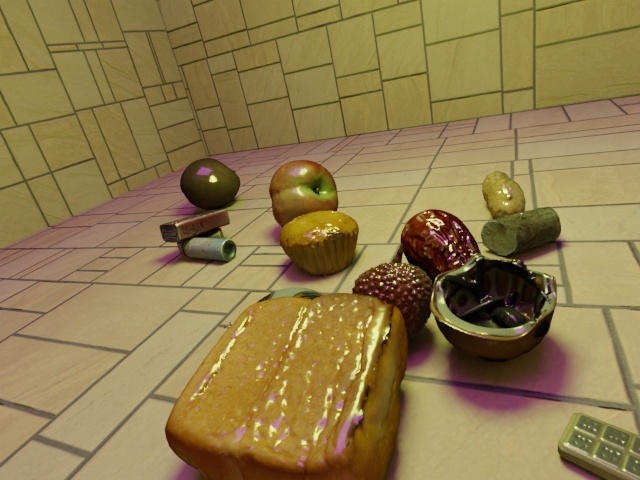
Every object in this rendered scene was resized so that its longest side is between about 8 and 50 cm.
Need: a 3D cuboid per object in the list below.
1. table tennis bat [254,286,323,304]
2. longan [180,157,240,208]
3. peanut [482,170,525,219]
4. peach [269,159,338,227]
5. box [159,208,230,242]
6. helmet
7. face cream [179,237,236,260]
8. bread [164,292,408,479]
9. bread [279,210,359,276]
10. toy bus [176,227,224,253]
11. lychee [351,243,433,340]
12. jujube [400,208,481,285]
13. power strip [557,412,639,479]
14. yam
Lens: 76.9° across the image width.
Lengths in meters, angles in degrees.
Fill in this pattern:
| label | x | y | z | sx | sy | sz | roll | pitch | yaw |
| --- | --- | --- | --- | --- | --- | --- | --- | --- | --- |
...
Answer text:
| label | x | y | z | sx | sy | sz | roll | pitch | yaw |
| --- | --- | --- | --- | --- | --- | --- | --- | --- | --- |
| table tennis bat | -0.045 | 0.170 | 0.943 | 0.300 | 0.023 | 0.173 | 6 | 30 | 43 |
| longan | -0.526 | -0.273 | 1.940 | 0.299 | 0.244 | 0.300 | 6 | 30 | -3 |
| peanut | 0.549 | -0.136 | 1.215 | 0.101 | 0.118 | 0.263 | 14 | 25 | 7 |
| peach | -0.062 | -0.145 | 1.391 | 0.251 | 0.253 | 0.252 | -11 | 23 | 5 |
| box | -0.449 | -0.058 | 1.457 | 0.120 | 0.069 | 0.224 | -1 | 17 | 38 |
| helmet | 0.300 | 0.131 | 0.706 | 0.224 | 0.130 | 0.198 | -35 | 34 | -30 |
| face cream | -0.396 | 0.028 | 1.387 | 0.229 | 0.075 | 0.075 | 2 | 27 | 32 |
| bread | -0.038 | 0.234 | 0.636 | 0.327 | 0.148 | 0.337 | -7 | 29 | 23 |
| bread | -0.001 | -0.004 | 1.164 | 0.239 | 0.139 | 0.240 | -11 | 23 | 5 |
| toy bus | -0.448 | 0.001 | 1.503 | 0.171 | 0.058 | 0.072 | -15 | 30 | -3 |
| lychee | 0.140 | 0.106 | 0.786 | 0.164 | 0.198 | 0.165 | 4 | -16 | 1 |
| jujube | 0.281 | 0.030 | 0.921 | 0.167 | 0.168 | 0.237 | -16 | 40 | -7 |
| power strip | 0.383 | 0.267 | 0.478 | 0.076 | 0.028 | 0.168 | -30 | 28 | -36 |
| yam | 0.507 | -0.026 | 0.999 | 0.182 | 0.107 | 0.107 | -16 | 23 | -11 |
